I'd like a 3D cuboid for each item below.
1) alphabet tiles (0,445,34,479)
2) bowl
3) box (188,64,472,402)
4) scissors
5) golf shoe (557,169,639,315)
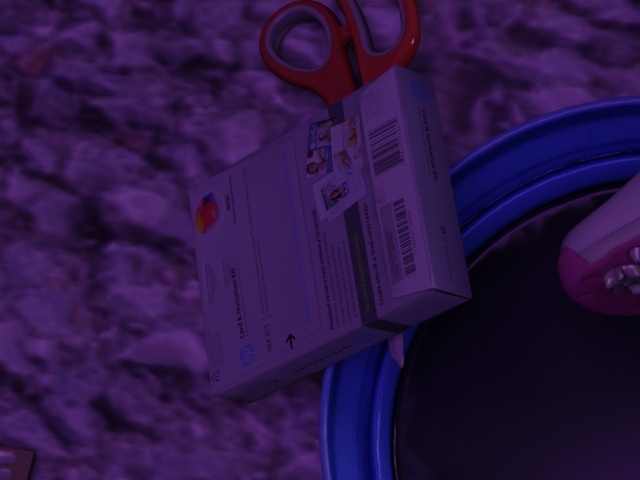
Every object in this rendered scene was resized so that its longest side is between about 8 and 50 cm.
[{"bbox_3d":[-0.284,0.217,1.190,0.237,0.009,0.198,7,61,8],"label":"alphabet tiles"},{"bbox_3d":[0.196,0.109,1.085,0.391,0.077,0.391,-4,72,14],"label":"bowl"},{"bbox_3d":[0.000,0.000,1.105,0.186,0.038,0.145,-28,59,36],"label":"box"},{"bbox_3d":[0.040,-0.064,1.140,0.109,0.021,0.297,-29,54,11],"label":"scissors"},{"bbox_3d":[0.262,-0.064,1.020,0.306,0.115,0.140,-29,54,17],"label":"golf shoe"}]
